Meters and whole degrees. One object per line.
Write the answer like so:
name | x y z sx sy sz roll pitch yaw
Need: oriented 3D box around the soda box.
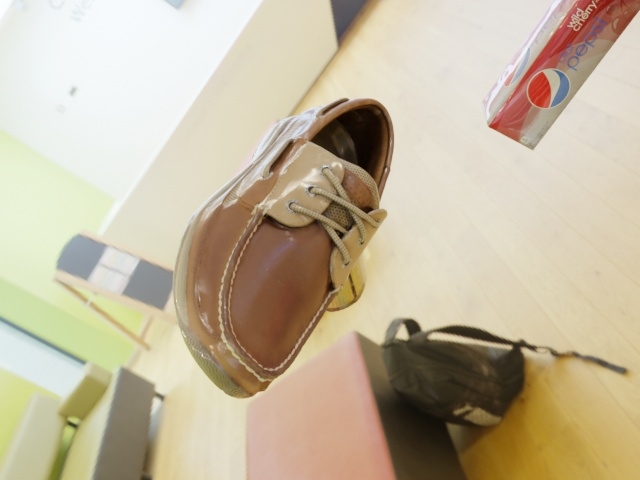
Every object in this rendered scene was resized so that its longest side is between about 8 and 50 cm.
soda box | 0.338 -0.265 1.026 0.263 0.083 0.092 -59 13 30

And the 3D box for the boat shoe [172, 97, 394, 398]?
boat shoe | -0.013 -0.023 0.570 0.116 0.123 0.324 -27 29 33

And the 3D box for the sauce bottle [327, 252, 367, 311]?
sauce bottle | 0.000 0.000 0.937 0.111 0.111 0.344 -62 -15 -16
